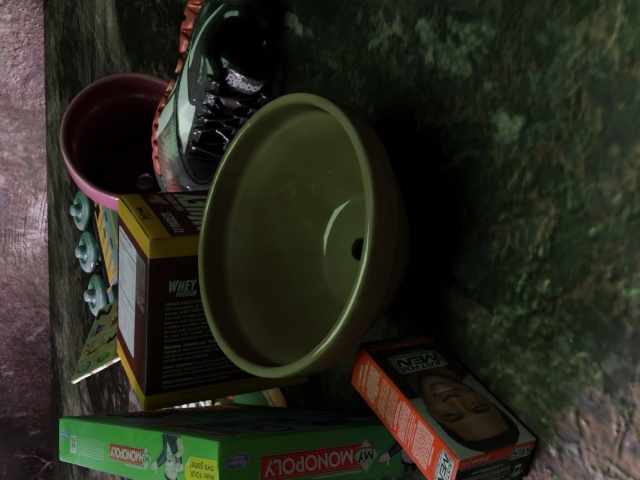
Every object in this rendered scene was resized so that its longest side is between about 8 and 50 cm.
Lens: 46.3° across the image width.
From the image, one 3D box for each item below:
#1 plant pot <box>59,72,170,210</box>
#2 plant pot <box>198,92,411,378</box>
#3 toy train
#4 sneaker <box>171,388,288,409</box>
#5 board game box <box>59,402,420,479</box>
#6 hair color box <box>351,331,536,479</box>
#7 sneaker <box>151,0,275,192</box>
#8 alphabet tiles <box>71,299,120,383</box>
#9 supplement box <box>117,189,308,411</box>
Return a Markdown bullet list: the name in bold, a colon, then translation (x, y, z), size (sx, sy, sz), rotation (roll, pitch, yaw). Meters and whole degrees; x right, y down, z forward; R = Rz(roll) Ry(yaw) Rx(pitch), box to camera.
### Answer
- **plant pot**: translation (-0.273, -0.120, 1.124), size (0.180, 0.201, 0.202), rotation (117, 142, -69)
- **plant pot**: translation (0.000, 0.000, 0.651), size (0.237, 0.109, 0.238), rotation (-12, 74, 48)
- **toy train**: translation (-0.357, -0.008, 1.358), size (0.190, 0.142, 0.334), rotation (-42, 58, 46)
- **sneaker**: translation (-0.137, 0.210, 0.970), size (0.302, 0.121, 0.108), rotation (39, 127, 53)
- **board game box**: translation (-0.084, 0.186, 0.697), size (0.317, 0.213, 0.046), rotation (-12, 77, 51)
- **hair color box**: translation (0.089, 0.129, 0.573), size (0.141, 0.071, 0.043), rotation (45, 134, 50)
- **sneaker**: translation (-0.122, -0.163, 0.871), size (0.135, 0.097, 0.276), rotation (32, 109, 52)
- **alphabet tiles**: translation (-0.272, 0.092, 1.134), size (0.198, 0.009, 0.237), rotation (-28, 30, 20)
- **supplement box**: translation (-0.114, 0.055, 0.822), size (0.129, 0.191, 0.194), rotation (40, 130, 54)
